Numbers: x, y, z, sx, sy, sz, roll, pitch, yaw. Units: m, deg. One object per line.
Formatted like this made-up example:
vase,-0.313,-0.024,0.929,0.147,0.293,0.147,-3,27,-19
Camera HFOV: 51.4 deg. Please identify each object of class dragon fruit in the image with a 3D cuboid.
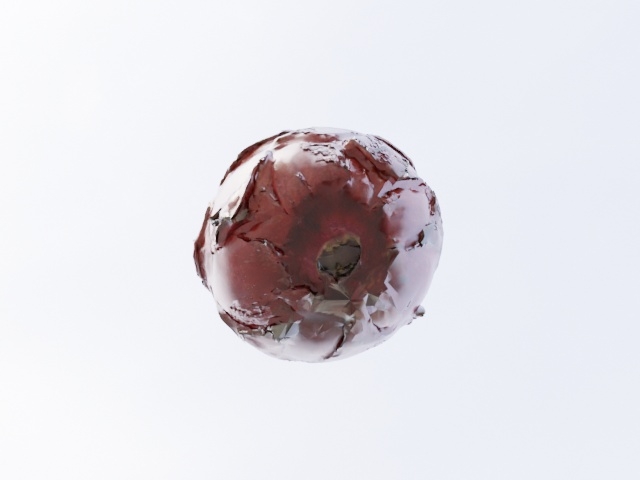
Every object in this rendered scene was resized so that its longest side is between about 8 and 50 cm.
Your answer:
dragon fruit,0.000,0.000,0.794,0.295,0.301,0.296,0,-89,-4
